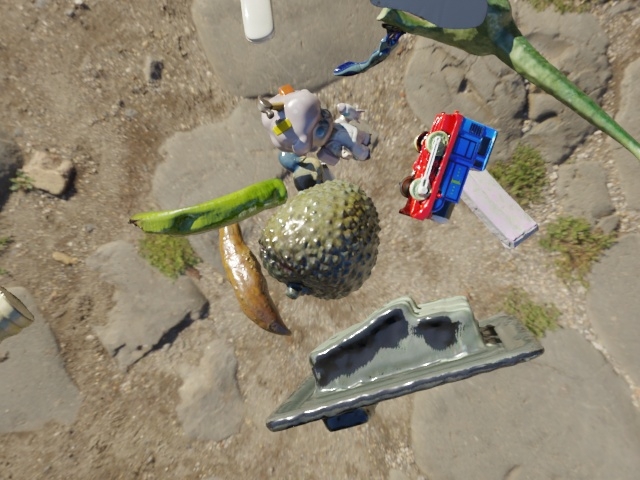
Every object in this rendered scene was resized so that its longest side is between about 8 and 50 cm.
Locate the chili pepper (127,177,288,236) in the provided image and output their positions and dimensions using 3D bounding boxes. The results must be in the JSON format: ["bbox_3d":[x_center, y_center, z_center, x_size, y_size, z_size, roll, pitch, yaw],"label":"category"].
[{"bbox_3d":[-0.138,-0.036,0.782,0.201,0.052,0.050,-16,75,-16],"label":"chili pepper"}]

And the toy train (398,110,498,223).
[{"bbox_3d":[0.228,-0.129,1.138,0.131,0.083,0.204,17,95,-17],"label":"toy train"}]

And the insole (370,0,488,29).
[{"bbox_3d":[0.103,-0.236,0.608,0.135,0.002,0.045,25,107,31],"label":"insole"}]

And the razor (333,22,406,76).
[{"bbox_3d":[0.057,-0.229,0.780,0.044,0.154,0.028,-5,85,-29],"label":"razor"}]

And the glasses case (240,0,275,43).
[{"bbox_3d":[-0.159,-0.588,1.566,0.081,0.051,0.204,-8,73,4],"label":"glasses case"}]

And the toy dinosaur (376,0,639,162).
[{"bbox_3d":[0.214,-0.261,0.733,0.300,0.087,0.447,11,48,-17],"label":"toy dinosaur"}]

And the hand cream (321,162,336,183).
[{"bbox_3d":[0.023,-0.134,1.789,0.121,0.336,0.076,7,66,27],"label":"hand cream"}]

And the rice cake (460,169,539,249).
[{"bbox_3d":[0.445,-0.111,1.663,0.106,0.050,0.298,-32,72,-21],"label":"rice cake"}]

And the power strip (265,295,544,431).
[{"bbox_3d":[0.082,0.109,0.645,0.251,0.257,0.092,-25,85,10],"label":"power strip"}]

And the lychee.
[{"bbox_3d":[0.000,0.000,1.301,0.255,0.255,0.274,22,81,1],"label":"lychee"}]

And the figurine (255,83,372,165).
[{"bbox_3d":[-0.014,-0.194,1.060,0.229,0.112,0.137,17,64,-24],"label":"figurine"}]

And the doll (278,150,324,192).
[{"bbox_3d":[-0.046,-0.187,1.565,0.089,0.102,0.179,-31,95,-6],"label":"doll"}]

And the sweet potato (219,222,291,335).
[{"bbox_3d":[-0.187,0.095,1.574,0.095,0.106,0.355,-41,70,38],"label":"sweet potato"}]

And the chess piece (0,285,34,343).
[{"bbox_3d":[-0.600,0.175,1.062,0.200,0.090,0.090,-43,88,-13],"label":"chess piece"}]
